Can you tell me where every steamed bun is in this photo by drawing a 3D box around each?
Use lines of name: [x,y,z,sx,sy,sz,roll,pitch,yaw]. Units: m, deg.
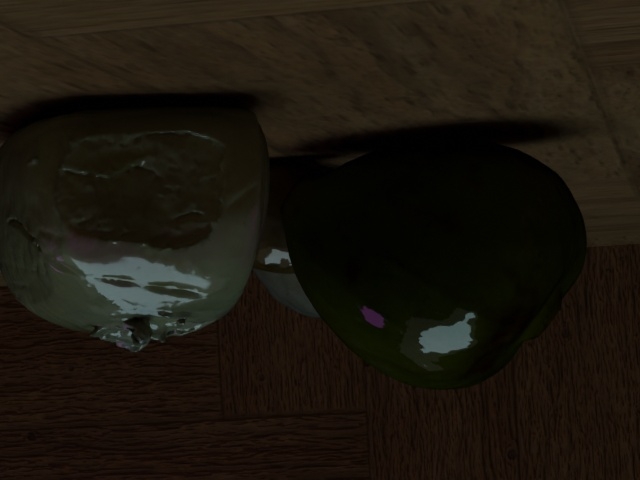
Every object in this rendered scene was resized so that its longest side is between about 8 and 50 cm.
steamed bun: [-0.125,-0.002,1.202,0.170,0.153,0.238,-1,173,-19]

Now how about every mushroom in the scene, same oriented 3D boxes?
mushroom: [0.000,0.000,1.639,0.128,0.128,0.350,-4,172,12]

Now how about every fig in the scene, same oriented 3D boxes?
fig: [0.079,0.001,1.411,0.225,0.203,0.203,31,-174,16]
